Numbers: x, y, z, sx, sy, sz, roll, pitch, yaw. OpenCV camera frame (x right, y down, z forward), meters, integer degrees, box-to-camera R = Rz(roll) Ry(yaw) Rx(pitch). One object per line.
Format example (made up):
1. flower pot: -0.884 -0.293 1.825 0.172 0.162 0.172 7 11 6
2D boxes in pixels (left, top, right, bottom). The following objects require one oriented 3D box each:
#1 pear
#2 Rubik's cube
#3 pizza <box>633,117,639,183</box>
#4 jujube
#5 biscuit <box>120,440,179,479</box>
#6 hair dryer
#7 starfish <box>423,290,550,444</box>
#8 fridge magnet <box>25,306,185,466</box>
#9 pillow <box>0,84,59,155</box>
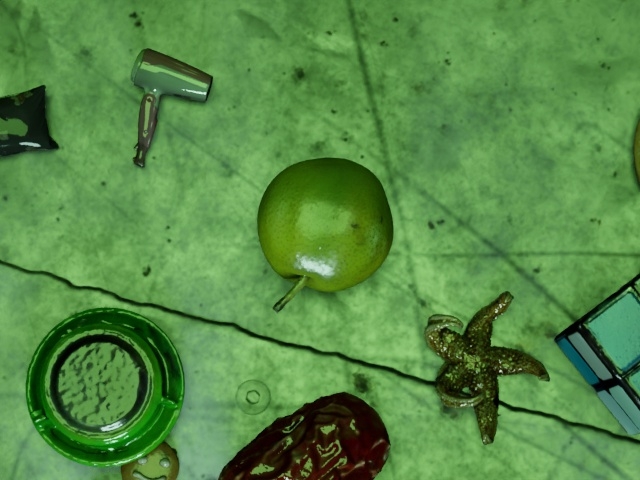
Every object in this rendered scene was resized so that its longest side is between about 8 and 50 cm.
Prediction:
1. pear: 0.000 0.000 1.858 0.180 0.166 0.216 24 67 -10
2. Rubik's cube: 0.426 0.129 1.833 0.183 0.180 0.167 -36 83 -4
3. pizza: 0.488 -0.137 1.948 0.131 0.041 0.178 31 82 4
4. jujube: -0.020 0.294 1.826 0.230 0.155 0.155 -40 82 -15
5. biscuit: -0.233 0.358 1.872 0.138 0.031 0.205 10 79 2
6. hair dryer: -0.220 -0.173 1.959 0.106 0.054 0.154 23 91 -1
7. starfish: 0.218 0.168 1.879 0.146 0.074 0.189 -11 81 0
8. fridge magnet: -0.280 0.188 1.869 0.208 0.088 0.208 0 79 2
9. pillow: -0.435 -0.152 1.948 0.150 0.048 0.090 -10 78 -4
